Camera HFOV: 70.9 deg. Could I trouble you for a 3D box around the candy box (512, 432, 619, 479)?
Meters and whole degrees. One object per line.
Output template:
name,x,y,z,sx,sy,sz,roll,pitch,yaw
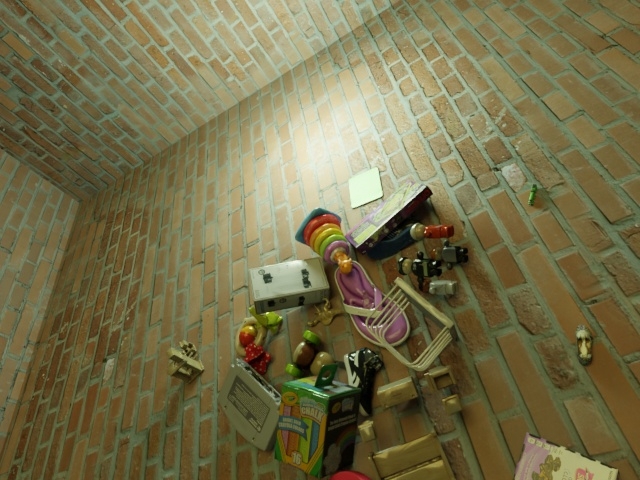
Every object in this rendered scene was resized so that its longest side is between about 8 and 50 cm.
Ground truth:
candy box,0.561,0.571,1.041,0.196,0.070,0.165,10,64,40

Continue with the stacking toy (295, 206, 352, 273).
stacking toy,0.048,0.025,1.731,0.175,0.165,0.302,-54,42,17

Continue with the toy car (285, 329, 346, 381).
toy car,0.001,0.425,1.540,0.188,0.149,0.155,26,76,14

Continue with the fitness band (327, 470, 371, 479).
fitness band,0.058,0.769,1.215,0.291,0.054,0.209,-55,43,9

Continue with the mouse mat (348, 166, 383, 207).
mouse mat,0.195,-0.233,1.971,0.152,0.007,0.190,-21,49,21

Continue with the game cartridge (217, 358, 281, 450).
game cartridge,-0.240,0.574,1.562,0.294,0.060,0.196,30,96,38

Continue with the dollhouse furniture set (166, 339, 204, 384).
dollhouse furniture set,-0.595,0.479,1.846,0.101,0.182,0.161,-43,44,-1

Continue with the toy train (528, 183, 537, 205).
toy train,0.721,-0.156,1.527,0.017,0.024,0.083,6,60,38

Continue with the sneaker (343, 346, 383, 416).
sneaker,0.152,0.434,1.429,0.121,0.079,0.217,-30,44,13

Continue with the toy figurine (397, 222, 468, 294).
toy figurine,0.368,0.064,1.473,0.148,0.209,0.213,0,58,43

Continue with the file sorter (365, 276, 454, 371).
file sorter,0.267,0.261,1.312,0.193,0.278,0.173,40,88,26

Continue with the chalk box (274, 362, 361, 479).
chalk box,-0.004,0.510,1.337,0.179,0.180,0.289,3,84,37

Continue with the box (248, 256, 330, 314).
box,-0.121,0.171,1.729,0.289,0.087,0.169,-11,45,-10

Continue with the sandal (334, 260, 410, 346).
sandal,0.151,0.213,1.585,0.169,0.102,0.416,-42,44,1

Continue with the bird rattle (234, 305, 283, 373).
bird rattle,-0.256,0.388,1.758,0.206,0.143,0.254,-6,67,46

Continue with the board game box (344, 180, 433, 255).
board game box,0.254,-0.093,1.731,0.346,0.056,0.208,-41,20,2

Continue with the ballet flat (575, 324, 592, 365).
ballet flat,0.703,0.272,1.196,0.041,0.041,0.114,-7,54,31

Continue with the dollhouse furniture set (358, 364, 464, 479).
dollhouse furniture set,0.290,0.570,1.258,0.303,0.174,0.356,-22,75,5

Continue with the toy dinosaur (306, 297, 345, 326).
toy dinosaur,0.026,0.268,1.679,0.183,0.053,0.093,-27,58,29

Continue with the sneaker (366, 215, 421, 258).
sneaker,0.276,-0.012,1.698,0.232,0.081,0.090,-27,31,15
